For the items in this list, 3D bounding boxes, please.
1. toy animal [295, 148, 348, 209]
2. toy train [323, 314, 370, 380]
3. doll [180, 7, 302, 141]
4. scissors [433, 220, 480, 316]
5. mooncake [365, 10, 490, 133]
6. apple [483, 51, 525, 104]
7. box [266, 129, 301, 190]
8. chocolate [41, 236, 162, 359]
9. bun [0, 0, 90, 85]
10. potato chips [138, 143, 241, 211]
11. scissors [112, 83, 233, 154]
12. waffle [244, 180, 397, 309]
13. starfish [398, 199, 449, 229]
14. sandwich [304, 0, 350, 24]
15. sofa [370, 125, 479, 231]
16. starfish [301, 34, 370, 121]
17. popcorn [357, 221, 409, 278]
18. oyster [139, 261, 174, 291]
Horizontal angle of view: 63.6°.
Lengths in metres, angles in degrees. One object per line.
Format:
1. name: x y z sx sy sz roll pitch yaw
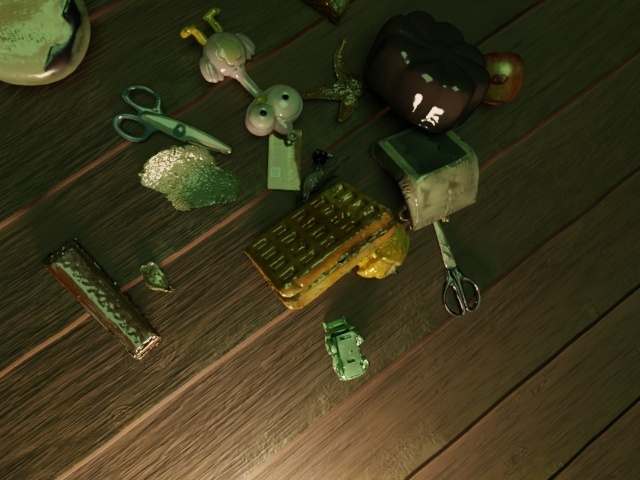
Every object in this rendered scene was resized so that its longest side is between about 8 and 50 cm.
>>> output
1. toy animal: -0.010 -0.154 1.315 0.105 0.070 0.202 35 83 -41
2. toy train: 0.062 0.279 1.331 0.099 0.081 0.149 -18 100 -11
3. doll: -0.177 -0.387 1.260 0.160 0.094 0.365 -44 95 -23
4. scissors: 0.353 0.061 1.413 0.109 0.022 0.300 -20 92 -8
5. mooncake: 0.267 -0.417 1.272 0.305 0.154 0.306 10 57 -16
6. apple: 0.468 -0.429 1.372 0.146 0.146 0.131 -3 103 -12
7. box: -0.093 -0.206 1.319 0.089 0.022 0.157 0 91 -10
8. chocolate: -0.514 0.141 1.214 0.102 0.065 0.329 -41 96 -8
9. bun: -0.656 -0.484 1.134 0.283 0.179 0.283 -8 110 -23
10. potato chips: -0.312 -0.145 1.257 0.228 0.059 0.167 34 91 -15
11. scissors: -0.351 -0.271 1.255 0.289 0.041 0.138 21 98 -12
12. waffle: 0.000 0.000 1.242 0.327 0.224 0.098 -38 134 -8
13. starfish: 0.304 -0.116 1.380 0.209 0.053 0.150 -28 88 -6
14. sandwich: 0.030 -0.723 1.308 0.226 0.087 0.251 35 84 -9
15. sofa: 0.271 -0.179 1.340 0.210 0.225 0.176 -26 139 -11
16. starfish: 0.065 -0.423 1.339 0.138 0.050 0.247 36 73 -12
17. popcorn: 0.147 0.022 1.310 0.167 0.148 0.152 -29 65 -26
18. oyster: -0.401 0.096 1.254 0.051 0.034 0.093 -30 85 -26
